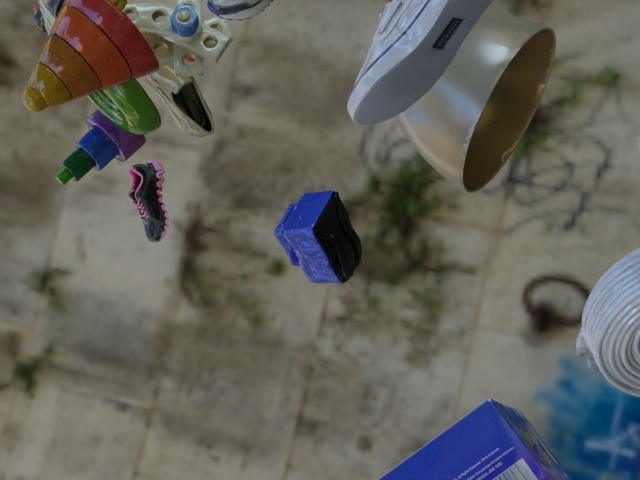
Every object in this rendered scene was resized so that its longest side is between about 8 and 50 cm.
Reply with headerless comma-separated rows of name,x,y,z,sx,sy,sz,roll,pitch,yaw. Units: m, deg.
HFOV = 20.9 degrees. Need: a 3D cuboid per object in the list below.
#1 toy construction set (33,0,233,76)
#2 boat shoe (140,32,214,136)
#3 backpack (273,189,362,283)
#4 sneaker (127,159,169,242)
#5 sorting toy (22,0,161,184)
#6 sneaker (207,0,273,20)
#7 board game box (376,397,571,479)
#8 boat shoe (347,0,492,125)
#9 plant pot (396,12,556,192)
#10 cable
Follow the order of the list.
toy construction set,-0.214,-0.300,1.925,0.215,0.151,0.327,-36,-33,-13
boat shoe,-0.204,-0.226,2.439,0.068,0.072,0.190,-44,-65,-11
backpack,0.000,0.000,2.478,0.120,0.101,0.098,58,-132,-30
sneaker,-0.251,-0.055,2.474,0.057,0.047,0.119,-2,-97,-44
sorting toy,-0.251,-0.137,1.815,0.126,0.127,0.365,-44,-8,-15
sneaker,-0.054,-0.265,1.684,0.135,0.052,0.058,-33,-29,-16
board game box,0.029,0.261,1.363,0.347,0.078,0.233,-37,-14,5
boat shoe,0.110,-0.243,1.994,0.095,0.084,0.258,11,-51,-48
plant pot,0.216,-0.243,2.721,0.284,0.191,0.284,-50,-22,-28
cable,0.471,0.099,2.280,0.257,0.257,0.089,87,176,-46
